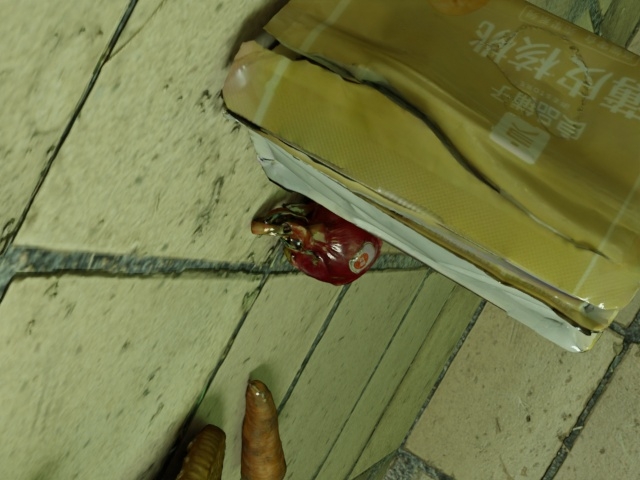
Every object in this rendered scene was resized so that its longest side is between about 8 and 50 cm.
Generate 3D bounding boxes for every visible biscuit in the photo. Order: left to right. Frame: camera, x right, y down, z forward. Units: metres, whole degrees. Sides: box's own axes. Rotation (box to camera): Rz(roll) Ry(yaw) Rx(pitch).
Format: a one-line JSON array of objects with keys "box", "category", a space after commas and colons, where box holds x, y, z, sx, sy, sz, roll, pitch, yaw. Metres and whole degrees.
[{"box": [-0.145, 0.328, 1.151, 0.305, 0.038, 0.305, 13, 90, -88], "category": "biscuit"}]

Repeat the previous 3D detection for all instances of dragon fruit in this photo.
[{"box": [0.000, 0.000, 1.078, 0.094, 0.094, 0.190, -64, 160, 14], "category": "dragon fruit"}]

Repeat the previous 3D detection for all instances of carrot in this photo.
[{"box": [-0.067, 0.216, 1.333, 0.057, 0.057, 0.224, -51, 159, -31], "category": "carrot"}]

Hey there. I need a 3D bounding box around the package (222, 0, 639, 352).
[{"box": [0.098, -0.070, 0.820, 0.221, 0.311, 0.165, -62, 167, 13], "category": "package"}]
